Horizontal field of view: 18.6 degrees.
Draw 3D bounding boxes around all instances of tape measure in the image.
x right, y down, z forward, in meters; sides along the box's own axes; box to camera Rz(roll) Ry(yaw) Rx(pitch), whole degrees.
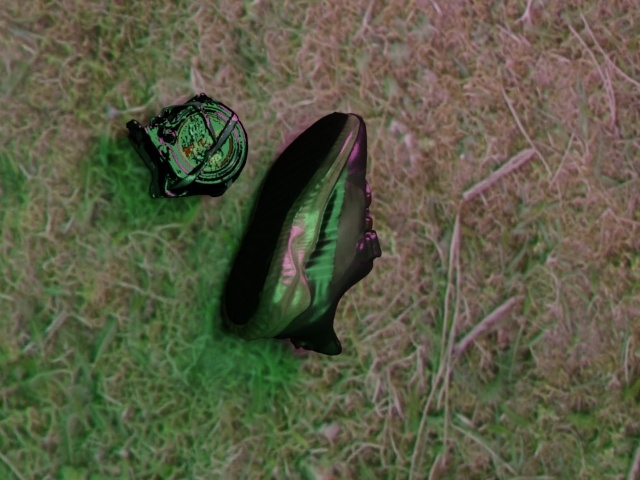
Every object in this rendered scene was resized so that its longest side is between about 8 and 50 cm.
[{"bbox_3d":[-0.110,-0.078,1.693,0.094,0.054,0.091,-21,92,-25],"label":"tape measure"}]

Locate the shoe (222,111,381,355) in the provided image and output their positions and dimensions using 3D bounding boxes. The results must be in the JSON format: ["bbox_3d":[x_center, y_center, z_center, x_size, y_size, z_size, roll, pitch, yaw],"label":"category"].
[{"bbox_3d":[0.000,0.000,1.723,0.112,0.099,0.227,35,69,-27],"label":"shoe"}]
